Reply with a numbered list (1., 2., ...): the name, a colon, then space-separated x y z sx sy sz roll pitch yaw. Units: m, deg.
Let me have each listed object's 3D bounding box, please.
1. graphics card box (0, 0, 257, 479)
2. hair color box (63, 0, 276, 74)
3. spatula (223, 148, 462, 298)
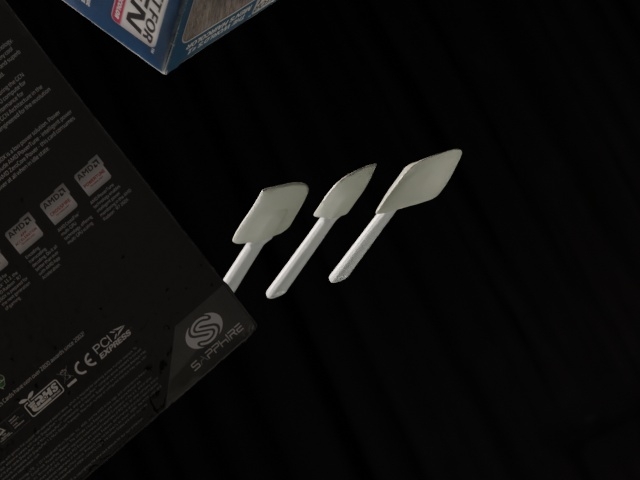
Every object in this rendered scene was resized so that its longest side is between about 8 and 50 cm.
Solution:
1. graphics card box: -0.238 -0.014 1.170 0.233 0.371 0.094 -42 17 -13
2. hair color box: -0.179 -0.282 1.337 0.174 0.347 0.105 -40 -19 -43
3. spatula: 0.000 0.000 1.424 0.168 0.019 0.242 -17 -20 -25
